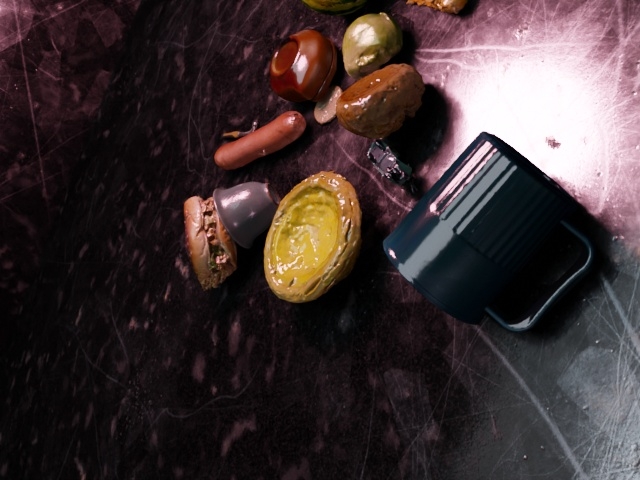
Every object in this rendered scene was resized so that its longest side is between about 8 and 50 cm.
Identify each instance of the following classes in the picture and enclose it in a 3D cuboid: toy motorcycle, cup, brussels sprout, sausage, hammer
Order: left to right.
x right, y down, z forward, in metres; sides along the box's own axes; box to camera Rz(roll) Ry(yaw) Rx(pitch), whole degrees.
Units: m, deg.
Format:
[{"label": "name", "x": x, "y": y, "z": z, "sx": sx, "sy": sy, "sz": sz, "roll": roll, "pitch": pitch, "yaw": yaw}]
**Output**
[{"label": "hammer", "x": -0.277, "y": -0.353, "z": 2.342, "sx": 0.201, "sy": 0.021, "sz": 0.078, "roll": 5, "pitch": 78, "yaw": 52}, {"label": "cup", "x": -0.195, "y": -0.097, "z": 2.022, "sx": 0.150, "sy": 0.199, "sz": 0.199, "roll": -28, "pitch": 50, "yaw": 14}, {"label": "sausage", "x": -0.189, "y": -0.302, "z": 2.158, "sx": 0.418, "sy": 0.094, "sz": 0.094, "roll": -17, "pitch": 91, "yaw": 46}, {"label": "brussels sprout", "x": 0.134, "y": -0.517, "z": 1.836, "sx": 0.183, "sy": 0.131, "sz": 0.146, "roll": -28, "pitch": 75, "yaw": 40}, {"label": "toy motorcycle", "x": 0.170, "y": -0.181, "z": 1.657, "sx": 0.058, "sy": 0.100, "sz": 0.173, "roll": -54, "pitch": 37, "yaw": 20}, {"label": "cup", "x": 0.312, "y": -0.012, "z": 1.291, "sx": 0.292, "sy": 0.242, "sz": 0.308, "roll": -52, "pitch": 38, "yaw": 18}]

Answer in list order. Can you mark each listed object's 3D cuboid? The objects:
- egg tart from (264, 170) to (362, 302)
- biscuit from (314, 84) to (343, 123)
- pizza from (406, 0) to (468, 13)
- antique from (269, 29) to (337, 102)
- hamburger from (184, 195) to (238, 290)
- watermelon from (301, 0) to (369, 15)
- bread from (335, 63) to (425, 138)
[{"label": "egg tart", "x": 0.000, "y": 0.000, "z": 1.751, "sx": 0.345, "sy": 0.132, "sz": 0.346, "roll": -25, "pitch": 56, "yaw": 43}, {"label": "biscuit", "x": 0.023, "y": -0.390, "z": 1.998, "sx": 0.120, "sy": 0.015, "sz": 0.120, "roll": -25, "pitch": 55, "yaw": 42}, {"label": "pizza", "x": 0.305, "y": -0.705, "z": 1.757, "sx": 0.287, "sy": 0.074, "sz": 0.251, "roll": 36, "pitch": 100, "yaw": 50}, {"label": "antique", "x": -0.058, "y": -0.513, "z": 2.054, "sx": 0.223, "sy": 0.129, "sz": 0.278, "roll": -50, "pitch": 36, "yaw": 23}, {"label": "hamburger", "x": -0.332, "y": 0.004, "z": 2.099, "sx": 0.243, "sy": 0.146, "sz": 0.286, "roll": 158, "pitch": 99, "yaw": -83}, {"label": "watermelon", "x": 0.042, "y": -0.773, "z": 1.938, "sx": 0.285, "sy": 0.285, "sz": 0.285, "roll": -25, "pitch": 55, "yaw": 42}, {"label": "bread", "x": 0.147, "y": -0.332, "z": 1.692, "sx": 0.229, "sy": 0.123, "sz": 0.230, "roll": -25, "pitch": 23, "yaw": 11}]
